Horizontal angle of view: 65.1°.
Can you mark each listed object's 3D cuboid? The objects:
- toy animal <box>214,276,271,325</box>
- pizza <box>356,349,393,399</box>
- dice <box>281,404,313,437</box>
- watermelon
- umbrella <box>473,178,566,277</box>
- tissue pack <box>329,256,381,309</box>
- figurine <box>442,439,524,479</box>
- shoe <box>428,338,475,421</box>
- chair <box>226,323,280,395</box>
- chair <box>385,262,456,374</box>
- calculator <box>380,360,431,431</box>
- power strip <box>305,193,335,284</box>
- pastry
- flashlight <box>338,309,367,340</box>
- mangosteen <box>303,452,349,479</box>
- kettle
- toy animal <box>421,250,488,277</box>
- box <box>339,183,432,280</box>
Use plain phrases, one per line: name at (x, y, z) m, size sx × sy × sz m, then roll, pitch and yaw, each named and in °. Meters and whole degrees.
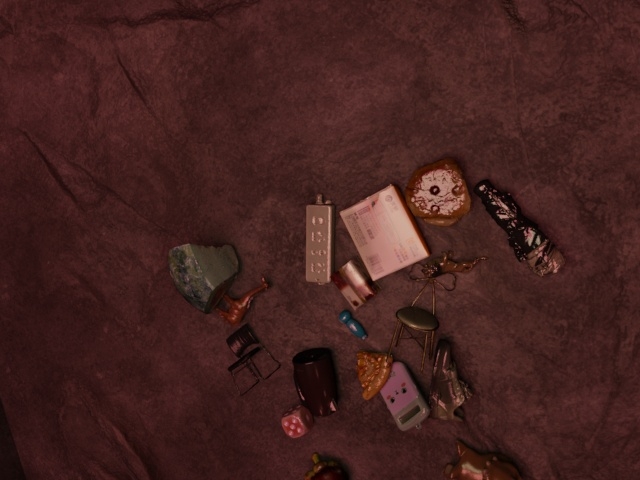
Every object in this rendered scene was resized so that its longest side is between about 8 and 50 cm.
toy animal at (-0.303, 0.230, 1.948) m, size 0.230 × 0.066 × 0.224 m, roll 14°, pitch 96°, yaw 30°
pizza at (0.180, 0.453, 1.789) m, size 0.182 × 0.063 × 0.161 m, roll -53°, pitch 48°, yaw 21°
dice at (-0.088, 0.694, 1.923) m, size 0.091 × 0.093 × 0.094 m, roll -26°, pitch 88°, yaw 22°
watermelon at (-0.423, 0.115, 1.900) m, size 0.228 × 0.258 × 0.387 m, roll 41°, pitch 151°, yaw 15°
umbrella at (0.603, -0.041, 1.549) m, size 0.113 × 0.106 × 0.357 m, roll -41°, pitch 83°, yaw 24°
tissue pack at (0.123, 0.150, 1.759) m, size 0.106 × 0.099 × 0.148 m, roll -40°, pitch 84°, yaw 21°
figurine at (0.543, 0.794, 1.660) m, size 0.248 × 0.173 × 0.177 m, roll 21°, pitch 105°, yaw 16°
shoe at (0.447, 0.478, 1.688) m, size 0.149 × 0.109 × 0.292 m, roll 9°, pitch 105°, yaw 16°
chair at (-0.290, 0.454, 1.937) m, size 0.140 × 0.145 × 0.221 m, roll -38°, pitch 83°, yaw 21°
chair at (0.326, 0.259, 1.675) m, size 0.160 × 0.170 × 0.325 m, roll 18°, pitch 110°, yaw 21°
calculator at (0.285, 0.539, 1.738) m, size 0.141 × 0.045 × 0.246 m, roll -46°, pitch 51°, yaw 24°
power strip at (0.000, 0.000, 1.805) m, size 0.098 × 0.058 × 0.337 m, roll 4°, pitch 99°, yaw 20°
pastry at (0.386, -0.156, 1.615) m, size 0.219 × 0.100 × 0.228 m, roll 21°, pitch 106°, yaw 16°
flashlight at (0.119, 0.307, 1.812) m, size 0.129 × 0.051 × 0.051 m, roll 44°, pitch 110°, yaw 7°
mangosteen at (0.023, 0.892, 1.890) m, size 0.146 × 0.156 × 0.181 m, roll -46°, pitch 59°, yaw 54°
kettle at (-0.028, 0.532, 1.859) m, size 0.202 × 0.144 × 0.231 m, roll -6°, pitch 99°, yaw 41°
toy animal at (0.438, 0.068, 1.647) m, size 0.220 × 0.069 × 0.086 m, roll -9°, pitch 96°, yaw 9°
box at (0.221, -0.027, 1.701) m, size 0.221 × 0.091 × 0.273 m, roll -25°, pitch 89°, yaw 21°
